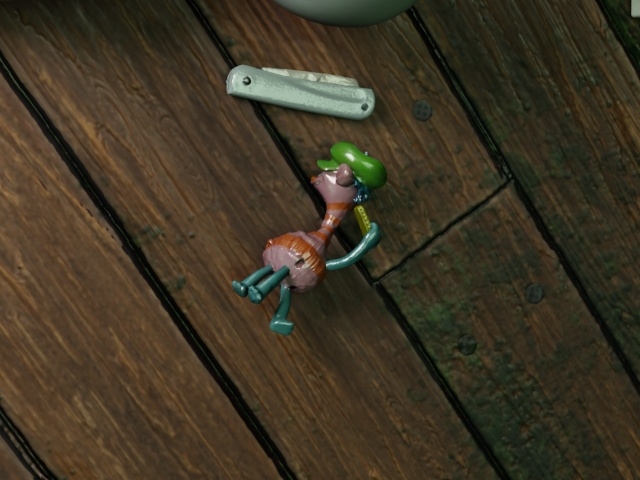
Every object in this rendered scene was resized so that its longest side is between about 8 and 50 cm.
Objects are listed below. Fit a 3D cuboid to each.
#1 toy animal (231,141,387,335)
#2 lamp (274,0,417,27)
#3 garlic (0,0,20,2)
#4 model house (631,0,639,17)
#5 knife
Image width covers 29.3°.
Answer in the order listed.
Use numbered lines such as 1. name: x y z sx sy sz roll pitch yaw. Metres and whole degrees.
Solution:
1. toy animal: 0.000 0.000 1.268 0.103 0.100 0.208 30 69 21
2. lamp: 0.013 -0.294 1.172 0.198 0.244 0.197 -3 101 -16
3. garlic: -0.281 -0.367 1.073 0.322 0.241 0.321 -17 127 -24
4. model house: 0.432 -0.297 1.349 0.127 0.149 0.100 -3 99 -18
5. knife: -0.018 -0.159 1.288 0.162 0.023 0.044 9 94 -18
